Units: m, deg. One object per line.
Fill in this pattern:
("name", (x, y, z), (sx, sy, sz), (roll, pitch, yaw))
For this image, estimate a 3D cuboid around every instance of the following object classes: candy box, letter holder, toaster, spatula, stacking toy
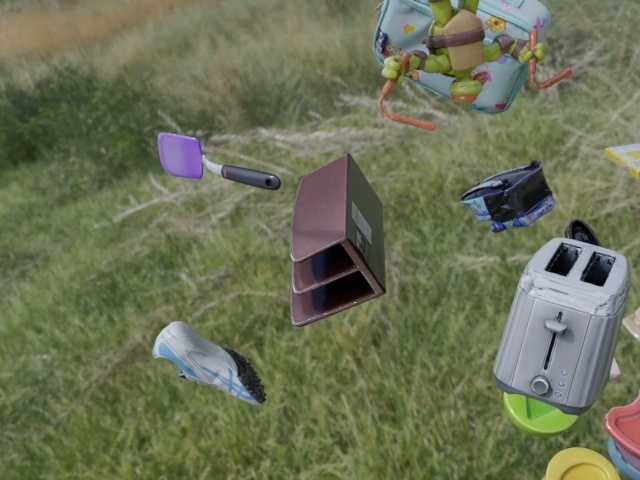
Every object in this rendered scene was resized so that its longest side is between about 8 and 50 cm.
("candy box", (0.712, -0.177, 1.937), (0.105, 0.027, 0.206), (-6, 20, 1))
("letter holder", (0.000, 0.000, 1.753), (0.214, 0.152, 0.302), (-24, 31, 19))
("toaster", (0.294, 0.092, 1.045), (0.129, 0.146, 0.227), (18, 25, 22))
("spatula", (-0.180, -0.128, 1.543), (0.296, 0.084, 0.030), (19, 32, 39))
("stacking toy", (0.465, 0.338, 1.527), (0.309, 0.130, 0.279), (-21, 55, -19))

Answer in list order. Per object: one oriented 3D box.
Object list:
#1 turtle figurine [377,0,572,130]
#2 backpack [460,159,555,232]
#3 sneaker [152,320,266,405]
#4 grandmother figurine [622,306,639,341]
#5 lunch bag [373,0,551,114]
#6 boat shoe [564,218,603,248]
("turtle figurine", (0.180, -0.259, 1.071), (0.270, 0.217, 0.087), (-12, 19, -15))
("backpack", (0.407, -0.089, 1.952), (0.158, 0.117, 0.173), (-32, 10, -38))
("sneaker", (-0.201, 0.236, 1.615), (0.086, 0.237, 0.085), (-46, 20, 20))
("grandmother figurine", (0.728, 0.052, 1.670), (0.342, 0.104, 0.208), (-53, -13, 22))
("lunch bag", (0.226, -0.349, 1.466), (0.279, 0.224, 0.108), (27, 57, 7))
("boat shoe", (0.615, 0.058, 1.993), (0.081, 0.227, 0.068), (-23, -22, 9))
